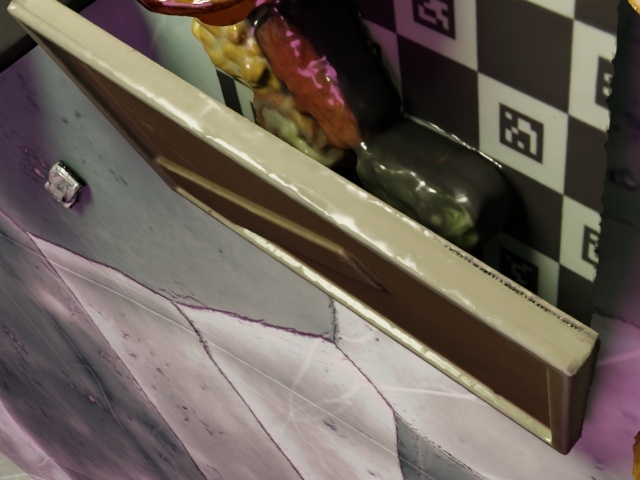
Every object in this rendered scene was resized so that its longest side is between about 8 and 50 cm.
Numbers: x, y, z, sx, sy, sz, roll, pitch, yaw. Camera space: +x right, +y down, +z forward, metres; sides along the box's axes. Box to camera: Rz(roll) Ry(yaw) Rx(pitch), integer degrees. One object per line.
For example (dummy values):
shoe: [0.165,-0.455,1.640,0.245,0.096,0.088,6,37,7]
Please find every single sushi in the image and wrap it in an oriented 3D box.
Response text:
sushi: [0.011,-0.093,0.646,0.359,0.064,0.343,32,151,32]

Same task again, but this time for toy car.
toy car: [-0.294,-0.060,1.167,0.041,0.025,0.093,45,152,-2]

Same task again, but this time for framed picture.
framed picture: [0.000,0.000,0.756,0.446,0.028,0.326,34,171,21]

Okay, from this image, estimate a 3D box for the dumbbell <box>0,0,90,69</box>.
dumbbell: [-0.284,-0.238,0.772,0.218,0.152,0.152,52,151,-16]

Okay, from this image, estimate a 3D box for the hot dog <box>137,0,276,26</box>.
hot dog: [-0.036,-0.240,0.484,0.175,0.114,0.259,41,128,25]

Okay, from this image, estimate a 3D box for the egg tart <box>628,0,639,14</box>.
egg tart: [0.186,-0.131,0.432,0.129,0.049,0.129,34,148,24]

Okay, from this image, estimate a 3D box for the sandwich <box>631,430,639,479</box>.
sandwich: [0.332,0.283,0.751,0.254,0.288,0.099,5,175,-26]
